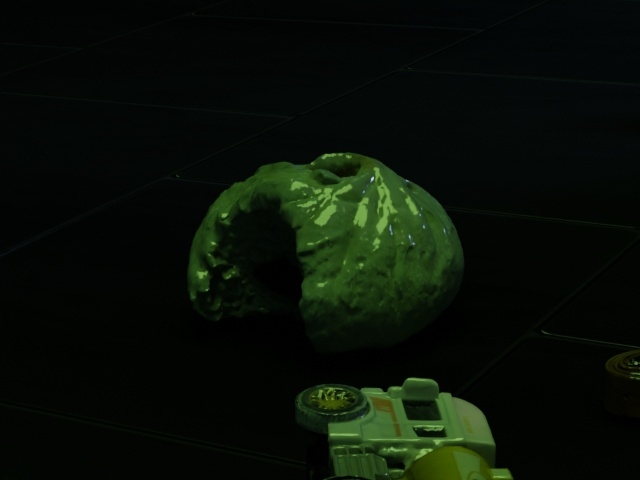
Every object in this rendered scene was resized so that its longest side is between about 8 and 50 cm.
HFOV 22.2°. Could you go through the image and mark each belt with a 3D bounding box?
[{"bbox_3d":[0.221,0.088,1.040,0.083,0.036,0.059,-4,17,-5],"label":"belt"}]

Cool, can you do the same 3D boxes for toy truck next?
[{"bbox_3d":[0.049,0.152,0.791,0.114,0.098,0.227,-1,20,-5],"label":"toy truck"}]

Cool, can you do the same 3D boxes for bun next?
[{"bbox_3d":[0.000,0.000,1.211,0.212,0.127,0.204,0,17,13],"label":"bun"}]
